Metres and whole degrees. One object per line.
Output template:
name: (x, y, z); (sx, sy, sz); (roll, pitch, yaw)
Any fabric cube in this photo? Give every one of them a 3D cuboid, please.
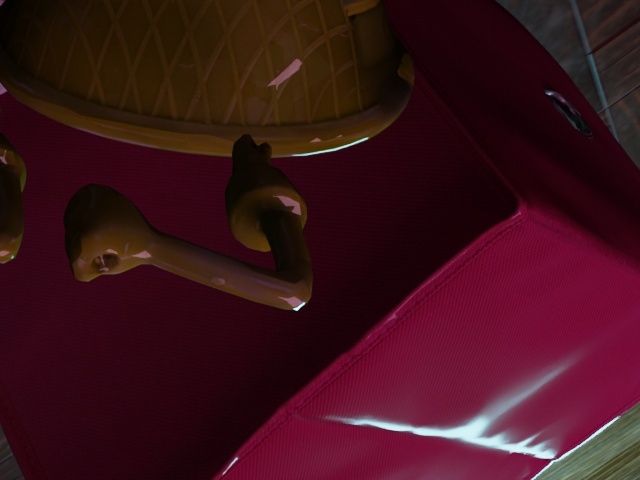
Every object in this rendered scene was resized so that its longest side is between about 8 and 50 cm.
fabric cube: (0.000, 0.000, 0.689); (0.259, 0.254, 0.258); (-42, 148, 18)

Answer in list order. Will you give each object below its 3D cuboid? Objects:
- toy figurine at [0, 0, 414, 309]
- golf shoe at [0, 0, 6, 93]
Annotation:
toy figurine: (-0.147, -0.138, 0.342); (0.362, 0.191, 0.217); (9, 116, 4)
golf shoe: (-0.197, -0.067, 0.555); (0.306, 0.115, 0.140); (-24, 160, -1)
